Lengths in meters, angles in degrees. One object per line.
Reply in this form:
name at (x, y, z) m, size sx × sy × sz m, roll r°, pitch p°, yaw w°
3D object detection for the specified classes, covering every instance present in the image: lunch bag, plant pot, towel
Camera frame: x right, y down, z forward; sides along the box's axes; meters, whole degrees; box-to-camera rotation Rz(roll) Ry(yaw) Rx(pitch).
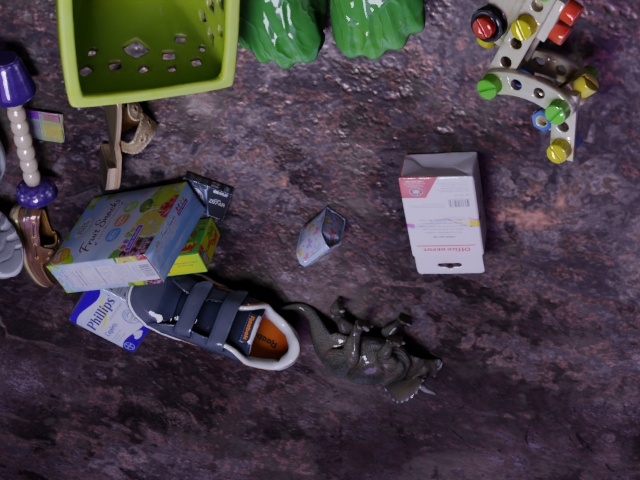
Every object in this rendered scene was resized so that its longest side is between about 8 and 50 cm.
lunch bag at (0.000, 0.000, 1.851) m, size 0.053 × 0.083 × 0.071 m, roll 36°, pitch 130°, yaw -18°
plant pot at (-0.239, -0.332, 1.484) m, size 0.228 × 0.207 × 0.227 m, roll -9°, pitch 137°, yaw -16°
towel at (-0.455, -0.188, 1.846) m, size 0.083 × 0.009 × 0.060 m, roll 9°, pitch 135°, yaw 7°

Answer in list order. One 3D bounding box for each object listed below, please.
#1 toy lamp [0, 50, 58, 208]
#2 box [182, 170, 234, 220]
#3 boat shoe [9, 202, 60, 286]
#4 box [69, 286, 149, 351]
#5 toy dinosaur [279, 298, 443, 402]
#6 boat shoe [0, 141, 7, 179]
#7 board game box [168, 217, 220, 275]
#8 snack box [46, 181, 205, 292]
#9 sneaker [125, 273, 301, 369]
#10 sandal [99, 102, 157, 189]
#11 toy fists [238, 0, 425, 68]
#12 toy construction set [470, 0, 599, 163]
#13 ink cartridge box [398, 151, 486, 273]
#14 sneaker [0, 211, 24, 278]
toy lamp at (-0.473, -0.174, 1.803) m, size 0.080 × 0.080 × 0.274 m, roll 5°, pitch 134°, yaw 10°
box at (-0.191, -0.073, 1.878) m, size 0.083 × 0.018 × 0.067 m, roll 20°, pitch 135°, yaw -4°
boat shoe at (-0.491, 0.012, 2.004) m, size 0.060 × 0.064 × 0.178 m, roll -1°, pitch 128°, yaw 14°
box at (-0.367, 0.119, 2.067) m, size 0.137 × 0.072 × 0.126 m, roll 29°, pitch 132°, yaw -12°
toy dinosaur at (0.072, 0.199, 1.996) m, size 0.314 × 0.121 × 0.160 m, roll 13°, pitch 121°, yaw -3°
boat shoe at (-0.610, -0.210, 1.734) m, size 0.136 × 0.156 × 0.367 m, roll -11°, pitch 118°, yaw 12°
board game box at (-0.269, 0.016, 1.931) m, size 0.181 × 0.092 × 0.043 m, roll -7°, pitch 131°, yaw 21°
snack box at (-0.316, -0.004, 1.851) m, size 0.207 × 0.174 × 0.070 m, roll -9°, pitch 129°, yaw 31°
sneaker at (-0.176, 0.134, 1.974) m, size 0.321 × 0.126 × 0.127 m, roll 21°, pitch 172°, yaw -15°
sandal at (-0.298, -0.171, 1.793) m, size 0.079 × 0.088 × 0.240 m, roll -8°, pitch 146°, yaw -21°
toy fists at (0.006, -0.315, 1.551) m, size 0.279 × 0.096 × 0.142 m, roll -3°, pitch 121°, yaw 19°
toy construction set at (0.317, -0.276, 1.464) m, size 0.215 × 0.151 × 0.327 m, roll 39°, pitch 126°, yaw 12°
ink cartridge box at (0.195, -0.040, 1.775) m, size 0.115 × 0.067 × 0.198 m, roll 0°, pitch 130°, yaw 15°
sneaker at (-0.621, -0.019, 1.976) m, size 0.281 × 0.105 × 0.115 m, roll 34°, pitch 153°, yaw 15°
